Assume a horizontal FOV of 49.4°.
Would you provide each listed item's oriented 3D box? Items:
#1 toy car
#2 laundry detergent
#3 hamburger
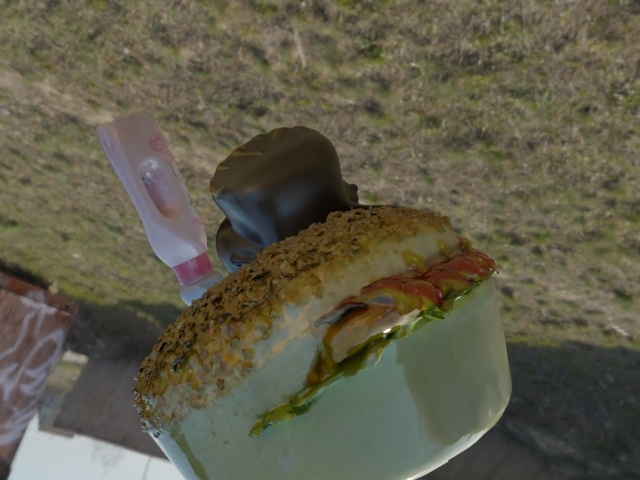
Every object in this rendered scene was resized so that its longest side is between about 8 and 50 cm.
[{"bbox_3d":[0.000,0.000,0.887,0.341,0.271,0.240,33,149,52],"label":"toy car"},{"bbox_3d":[-0.263,-0.051,1.183,0.088,0.335,0.159,-22,-173,15],"label":"laundry detergent"},{"bbox_3d":[0.002,0.081,0.527,0.294,0.179,0.276,-27,177,34],"label":"hamburger"}]
